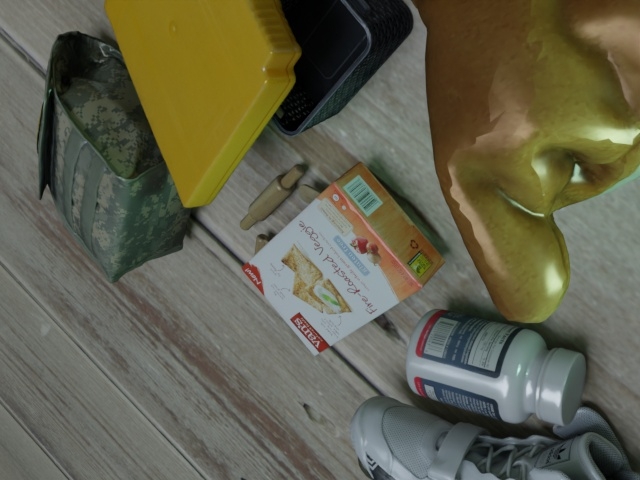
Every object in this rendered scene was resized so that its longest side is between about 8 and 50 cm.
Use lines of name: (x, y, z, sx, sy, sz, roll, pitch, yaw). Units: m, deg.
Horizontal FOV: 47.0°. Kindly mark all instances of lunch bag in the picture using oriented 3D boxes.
lunch bag: (-0.320, -0.128, 1.073, 0.287, 0.169, 0.235, 48, 140, 18)

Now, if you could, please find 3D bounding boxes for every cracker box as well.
cracker box: (0.019, 0.031, 0.912, 0.155, 0.067, 0.232, 49, 137, 0)

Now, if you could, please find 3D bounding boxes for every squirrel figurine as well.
squirrel figurine: (0.250, -0.193, 0.478, 0.371, 0.281, 0.396, -19, 105, 39)

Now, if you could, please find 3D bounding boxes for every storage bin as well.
storage bin: (-0.003, -0.215, 0.805, 0.122, 0.084, 0.180, 51, 136, 3)

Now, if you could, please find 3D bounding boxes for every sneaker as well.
sneaker: (0.217, 0.263, 0.880, 0.366, 0.137, 0.210, 31, 131, 15)

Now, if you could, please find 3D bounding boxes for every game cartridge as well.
game cartridge: (-0.149, -0.243, 0.853, 0.285, 0.053, 0.323, -44, 66, 50)

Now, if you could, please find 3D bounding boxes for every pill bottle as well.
pill bottle: (0.199, 0.147, 0.838, 0.180, 0.108, 0.107, 11, 122, 35)

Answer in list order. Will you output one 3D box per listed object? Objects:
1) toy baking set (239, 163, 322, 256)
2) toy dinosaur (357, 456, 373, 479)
toy baking set: (-0.005, -0.005, 0.980, 0.197, 0.030, 0.256, 47, 136, 3)
toy dinosaur: (0.155, 0.389, 1.043, 0.160, 0.121, 0.313, -18, 98, 33)
